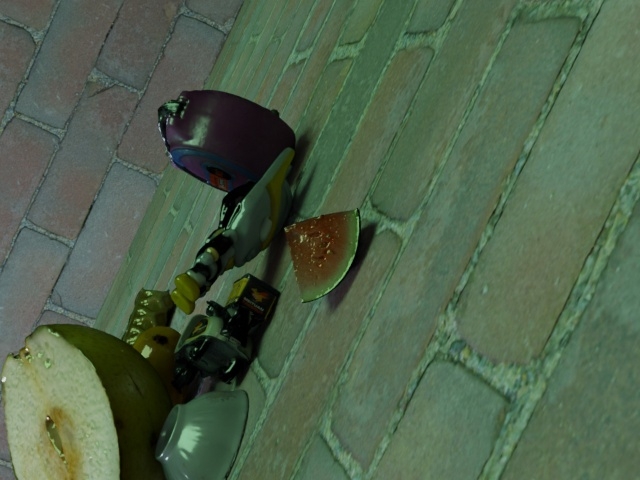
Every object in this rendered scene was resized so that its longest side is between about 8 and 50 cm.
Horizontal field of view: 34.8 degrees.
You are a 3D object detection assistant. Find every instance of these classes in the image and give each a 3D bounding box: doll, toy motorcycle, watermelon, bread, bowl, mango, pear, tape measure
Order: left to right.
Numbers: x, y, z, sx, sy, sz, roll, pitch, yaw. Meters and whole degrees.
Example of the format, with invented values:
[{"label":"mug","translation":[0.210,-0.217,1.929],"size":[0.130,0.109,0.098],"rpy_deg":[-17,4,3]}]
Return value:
[{"label":"pear","translation":[-0.331,0.311,1.598],"size":[0.340,0.191,0.386],"rpy_deg":[-40,66,41]},{"label":"bread","translation":[-0.401,0.232,2.261],"size":[0.087,0.098,0.269],"rpy_deg":[65,-146,-51]},{"label":"mango","translation":[-0.284,0.267,1.778],"size":[0.157,0.109,0.262],"rpy_deg":[-103,21,-56]},{"label":"bowl","translation":[-0.182,0.288,1.456],"size":[0.189,0.086,0.189],"rpy_deg":[-58,17,29]},{"label":"toy motorcycle","translation":[-0.163,0.154,1.601],"size":[0.263,0.091,0.157],"rpy_deg":[-32,28,60]},{"label":"tape measure","translation":[-0.168,-0.178,1.819],"size":[0.231,0.245,0.149],"rpy_deg":[110,-178,-75]},{"label":"doll","translation":[-0.129,-0.019,1.637],"size":[0.316,0.103,0.145],"rpy_deg":[-51,-30,-32]},{"label":"watermelon","translation":[0.000,0.000,1.278],"size":[0.135,0.094,0.125],"rpy_deg":[-52,12,28]}]
